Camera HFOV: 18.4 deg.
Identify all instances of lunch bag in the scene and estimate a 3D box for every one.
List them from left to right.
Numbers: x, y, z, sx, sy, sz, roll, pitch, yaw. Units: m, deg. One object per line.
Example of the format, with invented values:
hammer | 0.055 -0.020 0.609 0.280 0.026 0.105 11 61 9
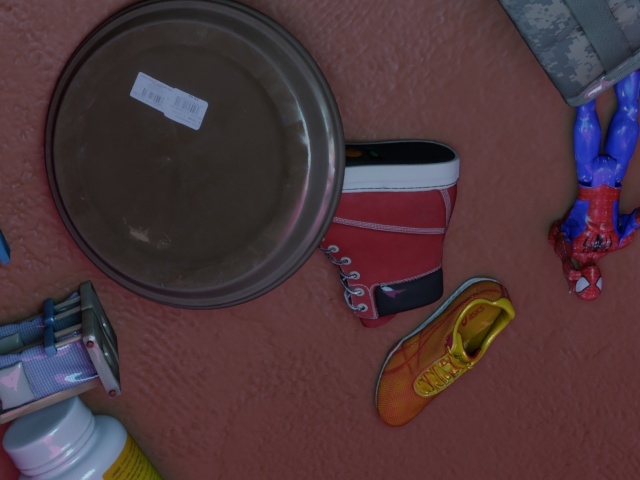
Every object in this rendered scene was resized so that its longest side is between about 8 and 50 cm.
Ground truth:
lunch bag | 0.262 -0.282 1.629 0.287 0.169 0.235 -33 143 8

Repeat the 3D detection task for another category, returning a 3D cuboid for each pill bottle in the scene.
pill bottle | -0.202 0.245 1.838 0.117 0.117 0.215 -31 112 4

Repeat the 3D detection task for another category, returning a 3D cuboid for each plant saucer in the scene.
plant saucer | -0.116 -0.074 1.705 0.278 0.041 0.277 2 98 16

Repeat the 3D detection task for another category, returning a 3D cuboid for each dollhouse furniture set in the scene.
dollhouse furniture set | -0.272 0.059 1.748 0.129 0.129 0.183 -22 113 0

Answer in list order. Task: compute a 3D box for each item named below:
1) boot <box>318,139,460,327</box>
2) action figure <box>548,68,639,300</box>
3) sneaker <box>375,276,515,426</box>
boot | 0.000 0.000 1.792 0.244 0.088 0.176 1 114 -12
action figure | 0.262 -0.061 1.781 0.092 0.139 0.280 0 114 -7
sneaker | 0.112 0.108 1.859 0.064 0.067 0.175 32 105 -20
